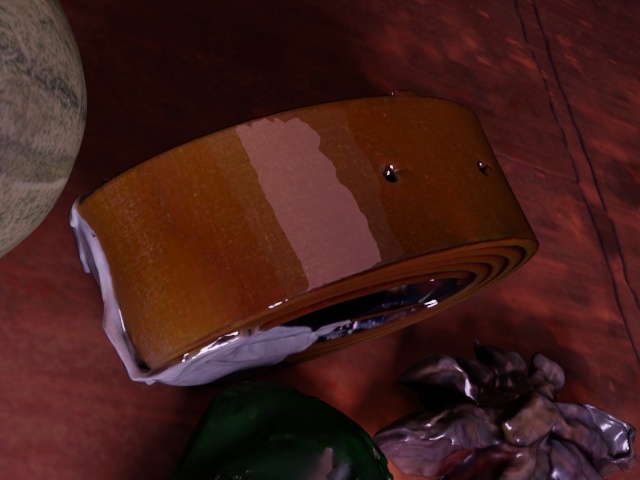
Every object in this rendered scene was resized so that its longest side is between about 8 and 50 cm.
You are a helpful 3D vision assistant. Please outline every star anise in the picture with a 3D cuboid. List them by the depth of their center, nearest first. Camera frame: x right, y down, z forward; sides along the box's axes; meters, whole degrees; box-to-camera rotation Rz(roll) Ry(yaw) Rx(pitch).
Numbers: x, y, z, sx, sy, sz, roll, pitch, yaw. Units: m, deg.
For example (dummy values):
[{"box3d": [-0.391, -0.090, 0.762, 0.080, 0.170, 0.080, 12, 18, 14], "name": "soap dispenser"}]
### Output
[{"box3d": [0.149, 0.162, 0.781, 0.214, 0.099, 0.220, 41, 40, 8], "name": "star anise"}]

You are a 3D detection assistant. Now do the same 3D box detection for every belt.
[{"box3d": [0.000, 0.000, 0.696, 0.339, 0.217, 0.122, -8, 70, -48], "name": "belt"}]

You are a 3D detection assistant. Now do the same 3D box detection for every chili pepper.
[{"box3d": [-0.029, 0.181, 0.596, 0.148, 0.116, 0.264, 38, 40, -5], "name": "chili pepper"}]

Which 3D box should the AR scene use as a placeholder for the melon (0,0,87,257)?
[{"box3d": [-0.263, -0.082, 0.505, 0.329, 0.249, 0.248, 12, 49, -53], "name": "melon"}]
